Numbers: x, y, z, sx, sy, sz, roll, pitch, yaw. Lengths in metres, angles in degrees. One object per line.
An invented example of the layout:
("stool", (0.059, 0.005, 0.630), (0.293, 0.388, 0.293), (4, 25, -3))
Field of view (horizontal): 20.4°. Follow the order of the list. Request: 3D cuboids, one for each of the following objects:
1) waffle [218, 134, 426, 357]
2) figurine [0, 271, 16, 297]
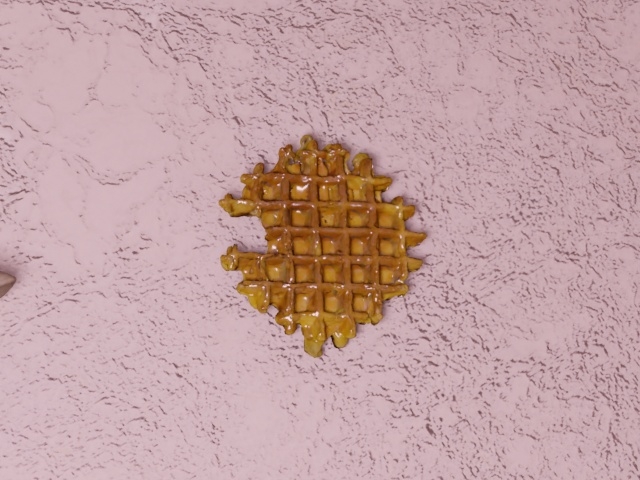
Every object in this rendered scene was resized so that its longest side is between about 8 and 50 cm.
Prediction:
("waffle", (0.000, 0.000, 2.021), (0.231, 0.051, 0.229), (-41, 82, -21))
("figurine", (-0.464, 0.116, 1.822), (0.204, 0.185, 0.332), (42, 59, -33))
